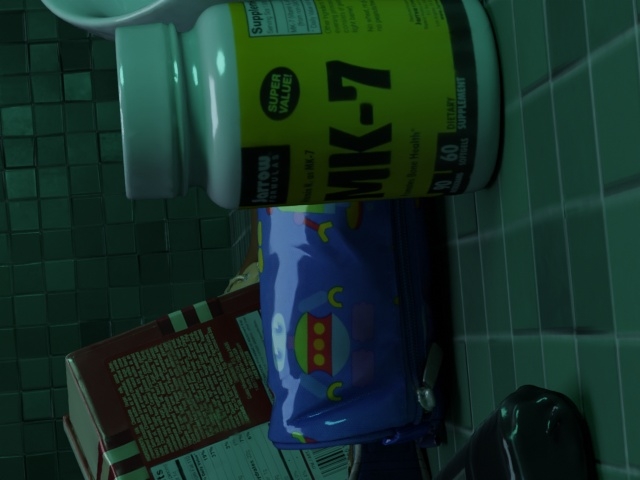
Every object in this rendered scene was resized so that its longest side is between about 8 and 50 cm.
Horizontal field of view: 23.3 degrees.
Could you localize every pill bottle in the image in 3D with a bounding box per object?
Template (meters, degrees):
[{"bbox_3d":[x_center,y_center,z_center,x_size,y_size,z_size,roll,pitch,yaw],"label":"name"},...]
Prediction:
[{"bbox_3d":[-0.010,-0.079,0.890,0.119,0.209,0.119,175,90,-83],"label":"pill bottle"}]

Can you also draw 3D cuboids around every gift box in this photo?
[{"bbox_3d":[-0.063,0.200,1.367,0.258,0.276,0.255,111,141,-65],"label":"gift box"}]

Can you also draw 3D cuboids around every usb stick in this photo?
[{"bbox_3d":[0.095,0.144,0.847,0.278,0.045,0.077,107,151,-70],"label":"usb stick"}]

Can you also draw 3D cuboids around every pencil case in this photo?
[{"bbox_3d":[0.020,-0.002,1.058,0.133,0.119,0.306,-1,93,40],"label":"pencil case"}]

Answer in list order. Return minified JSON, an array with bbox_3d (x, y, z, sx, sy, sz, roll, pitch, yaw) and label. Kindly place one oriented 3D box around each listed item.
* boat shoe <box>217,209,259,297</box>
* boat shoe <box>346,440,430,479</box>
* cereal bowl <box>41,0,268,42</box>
[{"bbox_3d":[-0.049,0.078,1.575,0.122,0.120,0.324,115,147,-77],"label":"boat shoe"},{"bbox_3d":[0.051,0.185,1.174,0.066,0.066,0.183,88,-176,-54],"label":"boat shoe"},{"bbox_3d":[-0.050,-0.272,1.032,0.339,0.141,0.339,-24,55,40],"label":"cereal bowl"}]
